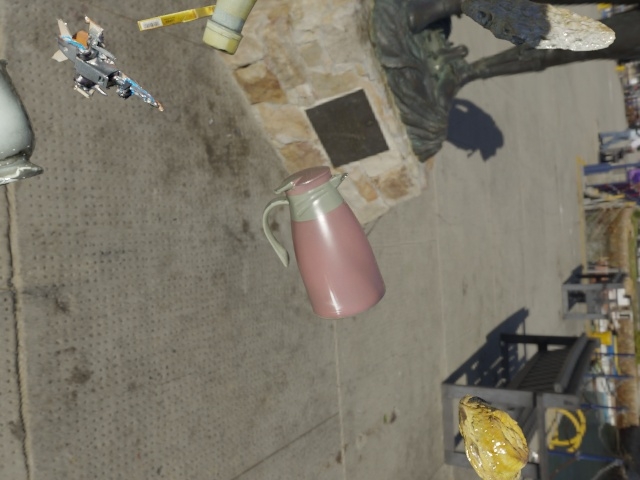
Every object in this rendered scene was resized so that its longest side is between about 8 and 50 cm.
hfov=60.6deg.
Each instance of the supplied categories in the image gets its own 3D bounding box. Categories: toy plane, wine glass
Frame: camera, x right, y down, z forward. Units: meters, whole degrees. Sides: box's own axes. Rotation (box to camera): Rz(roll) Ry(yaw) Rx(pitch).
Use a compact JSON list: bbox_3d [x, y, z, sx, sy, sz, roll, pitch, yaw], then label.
[{"bbox_3d":[-0.321,-0.248,0.819,0.188,0.135,0.062,42,45,2],"label":"toy plane"},{"bbox_3d":[-0.541,-0.193,0.908,0.111,0.111,0.204,-32,114,-55],"label":"wine glass"}]

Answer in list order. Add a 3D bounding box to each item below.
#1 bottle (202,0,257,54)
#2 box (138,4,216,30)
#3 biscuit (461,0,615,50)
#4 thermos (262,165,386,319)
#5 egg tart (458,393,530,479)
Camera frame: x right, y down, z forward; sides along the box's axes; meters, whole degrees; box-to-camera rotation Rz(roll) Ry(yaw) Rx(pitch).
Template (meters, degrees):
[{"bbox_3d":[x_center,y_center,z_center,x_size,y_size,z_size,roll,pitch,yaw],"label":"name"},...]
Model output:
[{"bbox_3d":[-0.054,-0.317,0.537,0.083,0.083,0.269,-1,122,-59],"label":"bottle"},{"bbox_3d":[-0.301,-0.474,1.167,0.089,0.157,0.022,-51,135,-53],"label":"box"},{"bbox_3d":[0.372,-0.379,0.956,0.188,0.266,0.040,-41,148,-40],"label":"biscuit"},{"bbox_3d":[0.000,0.000,0.996,0.146,0.177,0.264,-90,160,-68],"label":"thermos"},{"bbox_3d":[0.224,0.250,0.694,0.129,0.049,0.128,36,34,-29],"label":"egg tart"}]
